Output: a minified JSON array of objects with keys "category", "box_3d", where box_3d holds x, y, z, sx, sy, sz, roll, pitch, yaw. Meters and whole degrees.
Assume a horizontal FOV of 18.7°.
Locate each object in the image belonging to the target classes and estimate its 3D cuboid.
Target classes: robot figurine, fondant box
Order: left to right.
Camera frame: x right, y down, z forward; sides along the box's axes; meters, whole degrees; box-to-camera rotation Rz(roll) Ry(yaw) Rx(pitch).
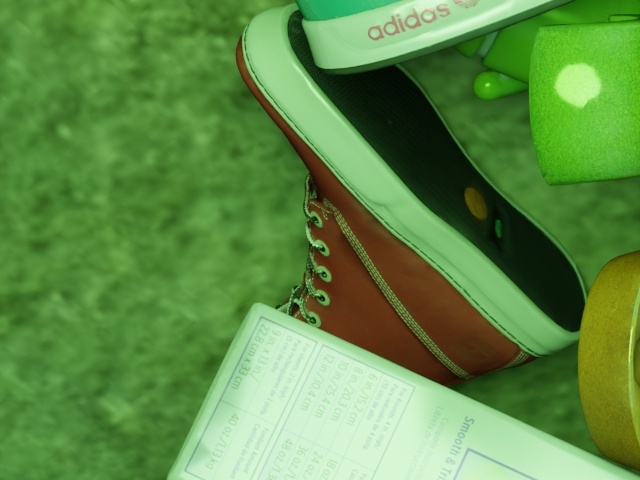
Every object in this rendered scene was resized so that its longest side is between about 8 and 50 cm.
[{"category":"fondant box","box_3d":[0.101,0.162,0.935,0.330,0.096,0.238,23,166,8]},{"category":"robot figurine","box_3d":[0.107,-0.105,0.911,0.115,0.067,0.101,22,126,-2]}]

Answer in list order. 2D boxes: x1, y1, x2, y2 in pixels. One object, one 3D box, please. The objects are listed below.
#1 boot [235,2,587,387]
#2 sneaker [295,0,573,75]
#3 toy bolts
[{"category":"boot","box_3d":[0.000,0.000,1.011,0.176,0.088,0.244,-26,120,31]},{"category":"sneaker","box_3d":[0.104,-0.203,0.809,0.295,0.124,0.178,-22,105,5]},{"category":"toy bolts","box_3d":[0.213,-0.017,0.821,0.158,0.228,0.218,0,103,31]}]
